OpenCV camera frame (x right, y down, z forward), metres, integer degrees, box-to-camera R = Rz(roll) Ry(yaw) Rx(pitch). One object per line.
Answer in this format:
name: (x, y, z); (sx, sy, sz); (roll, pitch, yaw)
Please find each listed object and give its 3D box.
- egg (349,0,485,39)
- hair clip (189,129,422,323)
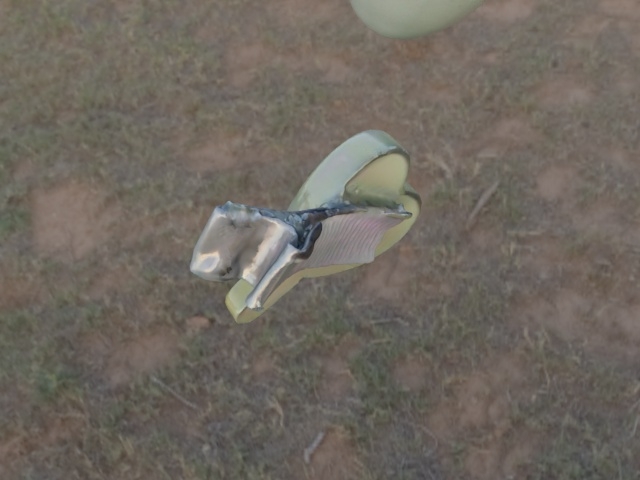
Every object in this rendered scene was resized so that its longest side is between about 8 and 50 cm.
egg: (0.092, -0.258, 0.712); (0.151, 0.209, 0.151); (24, 26, -13)
hair clip: (-0.003, 0.001, 0.615); (0.071, 0.159, 0.219); (46, 29, 18)
